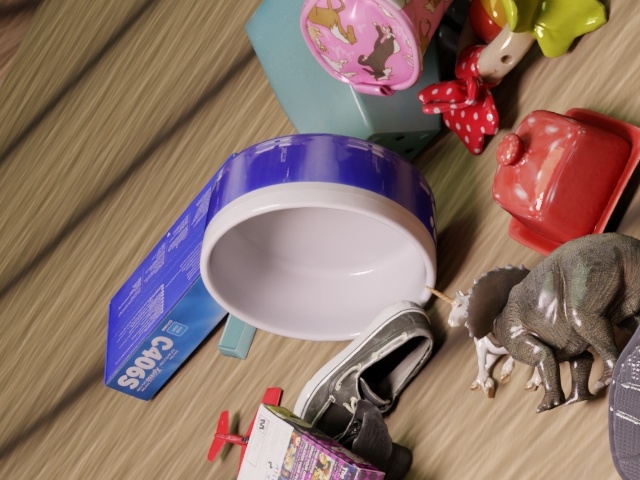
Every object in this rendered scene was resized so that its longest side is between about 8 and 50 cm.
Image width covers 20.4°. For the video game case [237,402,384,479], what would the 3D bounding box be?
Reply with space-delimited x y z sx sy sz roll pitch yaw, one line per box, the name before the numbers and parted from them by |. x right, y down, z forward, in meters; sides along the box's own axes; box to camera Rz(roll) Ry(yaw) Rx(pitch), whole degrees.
video game case | -0.033 0.316 1.902 0.210 0.042 0.232 25 100 56

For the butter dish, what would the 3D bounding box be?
butter dish | 0.232 -0.073 1.833 0.160 0.118 0.160 -63 28 2

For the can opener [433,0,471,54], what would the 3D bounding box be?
can opener | 0.104 -0.313 2.259 0.076 0.095 0.283 -61 28 9

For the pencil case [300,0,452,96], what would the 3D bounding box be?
pencil case | 0.117 -0.337 2.075 0.160 0.167 0.386 -39 14 51

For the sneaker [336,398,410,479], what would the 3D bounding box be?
sneaker | 0.033 0.255 1.940 0.170 0.089 0.051 -53 30 20

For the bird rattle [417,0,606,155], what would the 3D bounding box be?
bird rattle | 0.213 -0.233 2.037 0.207 0.143 0.253 -82 17 -50

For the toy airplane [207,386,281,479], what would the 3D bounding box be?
toy airplane | -0.097 0.248 2.227 0.151 0.028 0.151 -38 39 40

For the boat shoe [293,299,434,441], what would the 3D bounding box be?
boat shoe | 0.046 0.164 2.002 0.219 0.078 0.070 -52 30 20

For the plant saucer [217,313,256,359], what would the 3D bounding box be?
plant saucer | -0.088 0.064 2.370 0.067 0.018 0.192 4 71 60

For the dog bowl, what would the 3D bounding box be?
dog bowl | 0.000 0.000 2.012 0.265 0.265 0.104 -37 36 41

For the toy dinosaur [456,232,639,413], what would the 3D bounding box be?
toy dinosaur | 0.245 0.063 1.669 0.313 0.121 0.160 -32 74 41

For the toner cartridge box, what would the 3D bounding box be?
toner cartridge box | -0.180 0.054 2.447 0.348 0.075 0.165 -47 31 35

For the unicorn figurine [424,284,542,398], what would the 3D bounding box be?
unicorn figurine | 0.183 0.103 1.847 0.162 0.060 0.111 -6 65 36

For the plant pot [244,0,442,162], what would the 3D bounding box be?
plant pot | 0.043 -0.206 2.163 0.166 0.165 0.234 -45 57 51

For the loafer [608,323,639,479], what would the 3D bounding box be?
loafer | 0.330 0.076 1.553 0.109 0.095 0.302 20 111 37
